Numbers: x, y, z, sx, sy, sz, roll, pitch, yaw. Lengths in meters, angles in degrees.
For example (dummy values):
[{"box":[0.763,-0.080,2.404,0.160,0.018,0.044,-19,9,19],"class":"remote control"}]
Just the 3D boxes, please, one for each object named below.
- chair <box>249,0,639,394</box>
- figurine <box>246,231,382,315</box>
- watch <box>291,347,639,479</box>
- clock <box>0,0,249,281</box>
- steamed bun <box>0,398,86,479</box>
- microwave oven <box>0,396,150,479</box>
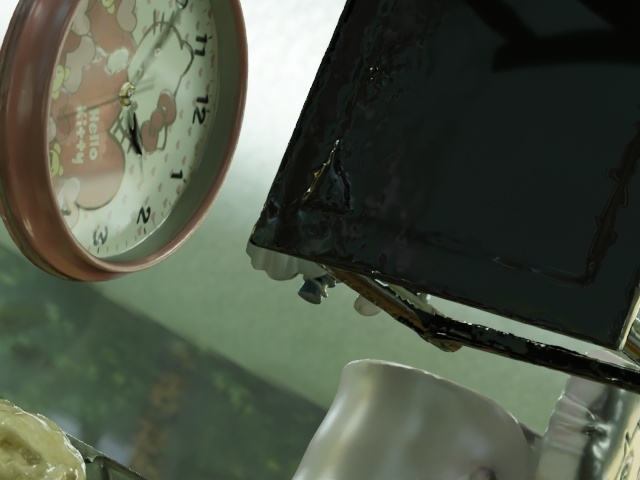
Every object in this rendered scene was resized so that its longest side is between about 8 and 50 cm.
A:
[{"box":[0.065,-0.043,0.640,0.154,0.141,0.260,15,-11,34],"class":"chair"},{"box":[0.000,0.000,1.129,0.094,0.086,0.082,-7,-34,25],"class":"figurine"},{"box":[0.100,0.150,1.283,0.231,0.196,0.244,22,-20,24],"class":"watch"},{"box":[-0.128,-0.092,1.246,0.056,0.244,0.244,12,-25,29],"class":"clock"},{"box":[-0.241,0.178,0.933,0.292,0.295,0.137,32,12,2],"class":"steamed bun"},{"box":[-0.244,0.311,1.773,0.432,0.236,0.374,32,-12,-16],"class":"microwave oven"}]
